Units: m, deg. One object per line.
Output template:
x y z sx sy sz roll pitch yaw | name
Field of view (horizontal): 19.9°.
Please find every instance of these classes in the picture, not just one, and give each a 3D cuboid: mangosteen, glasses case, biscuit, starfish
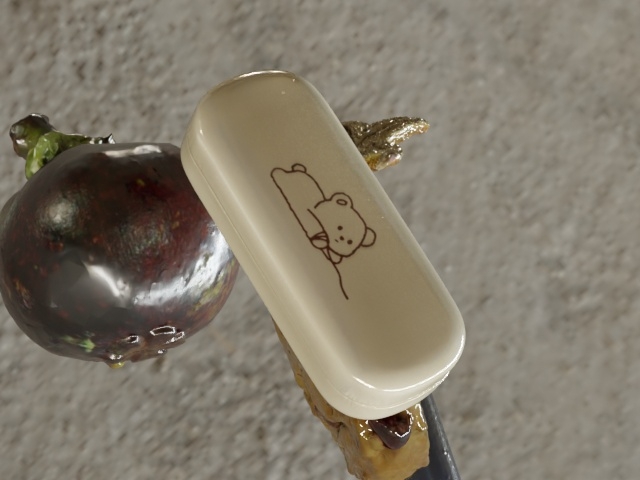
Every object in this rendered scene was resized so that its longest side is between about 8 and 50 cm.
-0.206 -0.021 1.694 0.231 0.231 0.289 -10 59 -42 | mangosteen
0.000 0.000 0.959 0.083 0.050 0.196 -26 74 -27 | glasses case
0.000 0.043 1.337 0.075 0.296 0.296 -19 69 -6 | biscuit
0.030 -0.093 1.996 0.227 0.240 0.043 -24 104 -14 | starfish

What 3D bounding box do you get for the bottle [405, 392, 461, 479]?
0.095 0.215 1.765 0.082 0.072 0.244 -10 80 -52 | bottle
